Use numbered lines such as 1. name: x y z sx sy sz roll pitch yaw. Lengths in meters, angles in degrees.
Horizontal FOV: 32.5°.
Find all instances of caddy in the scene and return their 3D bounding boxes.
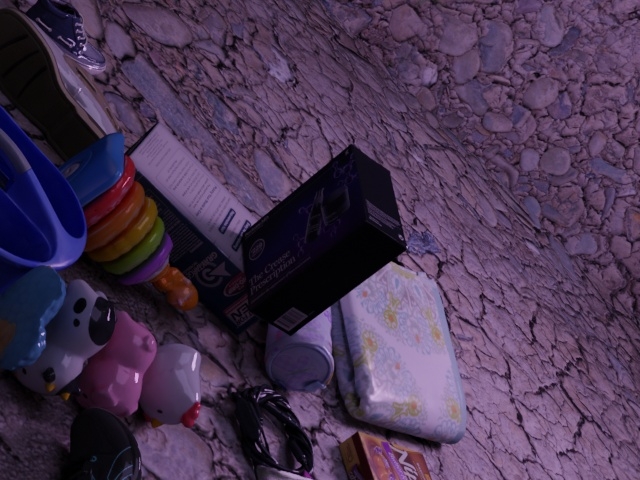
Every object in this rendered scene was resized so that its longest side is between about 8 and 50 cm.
1. caddy: -0.459 -0.077 1.427 0.341 0.179 0.241 48 23 -6

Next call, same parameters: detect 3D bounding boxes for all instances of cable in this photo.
1. cable: -0.069 0.312 1.726 0.151 0.047 0.184 18 37 -58

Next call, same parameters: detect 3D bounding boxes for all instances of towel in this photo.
1. towel: 0.137 0.199 2.136 0.321 0.090 0.374 21 48 -43

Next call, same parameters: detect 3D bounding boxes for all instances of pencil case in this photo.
1. pencil case: -0.031 0.144 1.933 0.124 0.113 0.273 37 27 -24

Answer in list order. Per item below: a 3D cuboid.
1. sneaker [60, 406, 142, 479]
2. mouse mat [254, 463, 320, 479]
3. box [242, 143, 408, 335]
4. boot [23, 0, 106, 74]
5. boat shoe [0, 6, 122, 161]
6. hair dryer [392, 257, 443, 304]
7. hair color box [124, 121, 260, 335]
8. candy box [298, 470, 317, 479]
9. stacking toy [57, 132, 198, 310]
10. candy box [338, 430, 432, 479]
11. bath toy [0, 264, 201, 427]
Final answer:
1. sneaker: -0.272 0.309 1.303 0.106 0.101 0.267 24 35 -41
2. mouse mat: -0.013 0.400 1.562 0.190 0.007 0.152 24 35 -41
3. box: 0.000 0.000 1.757 0.103 0.261 0.184 34 31 -32
4. boot: -0.444 -0.368 1.970 0.190 0.086 0.069 24 36 -45
5. boat shoe: -0.435 -0.247 1.804 0.302 0.113 0.103 58 22 -9
6. hair dryer: 0.134 0.065 2.411 0.223 0.080 0.293 48 14 30
7. hair color box: -0.208 -0.020 1.865 0.347 0.105 0.174 45 27 -12
8. candy box: 0.027 0.474 1.619 0.233 0.071 0.159 42 26 -16
9. stacking toy: -0.288 0.002 1.677 0.302 0.166 0.175 52 10 -27
10. candy box: 0.122 0.407 1.903 0.187 0.053 0.109 28 32 -43
11. bath toy: -0.278 0.168 1.445 0.348 0.151 0.129 37 14 -49
